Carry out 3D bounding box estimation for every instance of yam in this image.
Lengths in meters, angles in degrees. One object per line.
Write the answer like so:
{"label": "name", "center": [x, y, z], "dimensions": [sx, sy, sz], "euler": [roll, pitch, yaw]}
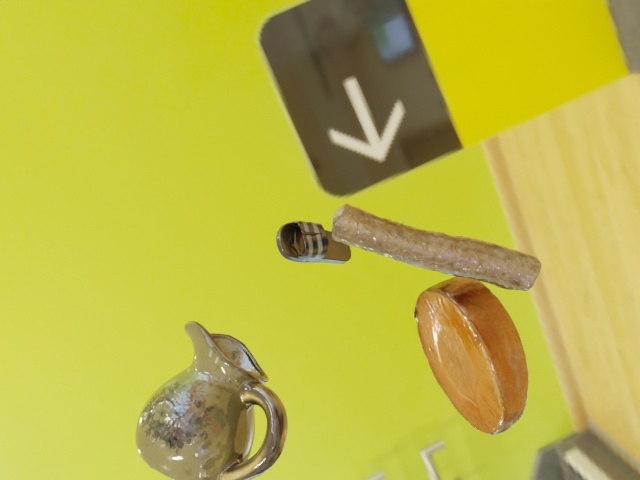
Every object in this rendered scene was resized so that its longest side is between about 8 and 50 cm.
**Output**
{"label": "yam", "center": [0.188, 0.013, 1.704], "dimensions": [0.081, 0.357, 0.081], "euler": [-164, 90, -86]}

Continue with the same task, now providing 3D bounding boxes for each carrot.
{"label": "carrot", "center": [0.284, 0.222, 1.936], "dimensions": [0.258, 0.100, 0.307], "euler": [-23, 85, 67]}

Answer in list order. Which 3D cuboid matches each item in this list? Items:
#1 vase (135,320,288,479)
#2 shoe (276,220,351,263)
{"label": "vase", "center": [-0.199, 0.358, 2.081], "dimensions": [0.329, 0.302, 0.241], "euler": [22, 173, 35]}
{"label": "shoe", "center": [0.000, 0.000, 1.735], "dimensions": [0.179, 0.049, 0.071], "euler": [10, -121, -46]}
